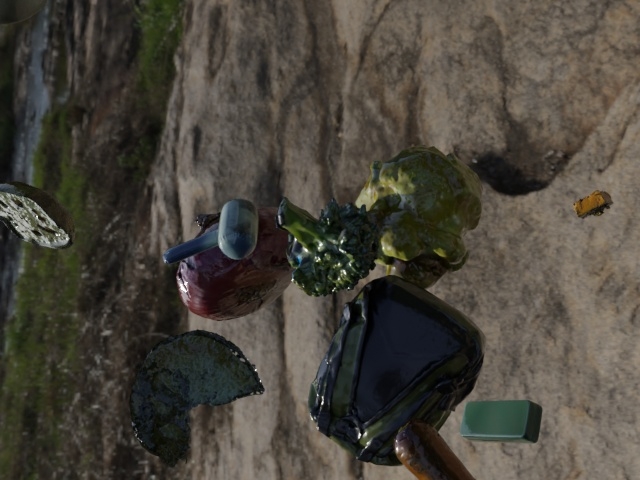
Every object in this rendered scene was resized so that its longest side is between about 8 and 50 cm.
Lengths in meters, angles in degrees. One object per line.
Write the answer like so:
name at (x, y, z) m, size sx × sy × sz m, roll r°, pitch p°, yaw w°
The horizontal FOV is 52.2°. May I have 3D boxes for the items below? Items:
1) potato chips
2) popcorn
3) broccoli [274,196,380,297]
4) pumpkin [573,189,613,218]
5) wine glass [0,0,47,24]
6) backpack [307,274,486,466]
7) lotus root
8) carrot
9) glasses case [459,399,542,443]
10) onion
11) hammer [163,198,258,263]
potato chips at (-0.212, 0.247, 1.059) m, size 0.202 × 0.220 × 0.029 m, roll 29°, pitch 147°, yaw 16°
popcorn at (0.189, -0.045, 1.237) m, size 0.276 × 0.226 × 0.276 m, roll -163°, pitch 90°, yaw -81°
broccoli at (0.000, 0.000, 0.903) m, size 0.154 × 0.160 × 0.167 m, roll -52°, pitch 24°, yaw 17°
pumpkin at (0.641, -0.080, 1.533) m, size 0.074 × 0.083 × 0.053 m, roll -37°, pitch 71°, yaw 32°
wine glass at (-0.539, -0.580, 1.147) m, size 0.406 × 0.267 × 0.266 m, roll -14°, pitch 73°, yaw 47°
backpack at (0.097, 0.186, 0.907) m, size 0.207 × 0.140 × 0.253 m, roll 31°, pitch 91°, yaw 19°
lotus root at (-0.610, -0.066, 1.394) m, size 0.183 × 0.204 × 0.077 m, roll 90°, pitch -161°, yaw -54°
carrot at (0.150, 0.274, 0.747) m, size 0.161 × 0.055 × 0.055 m, roll 46°, pitch 133°, yaw 8°
glasses case at (0.361, 0.366, 1.318) m, size 0.184 × 0.039 × 0.077 m, roll -25°, pitch 42°, yaw 57°
onion at (-0.209, 0.032, 1.626) m, size 0.285 × 0.348 × 0.347 m, roll 52°, pitch 132°, yaw 22°
hammer at (-0.199, 0.000, 1.169) m, size 0.194 × 0.069 × 0.116 m, roll -21°, pitch 42°, yaw 18°
